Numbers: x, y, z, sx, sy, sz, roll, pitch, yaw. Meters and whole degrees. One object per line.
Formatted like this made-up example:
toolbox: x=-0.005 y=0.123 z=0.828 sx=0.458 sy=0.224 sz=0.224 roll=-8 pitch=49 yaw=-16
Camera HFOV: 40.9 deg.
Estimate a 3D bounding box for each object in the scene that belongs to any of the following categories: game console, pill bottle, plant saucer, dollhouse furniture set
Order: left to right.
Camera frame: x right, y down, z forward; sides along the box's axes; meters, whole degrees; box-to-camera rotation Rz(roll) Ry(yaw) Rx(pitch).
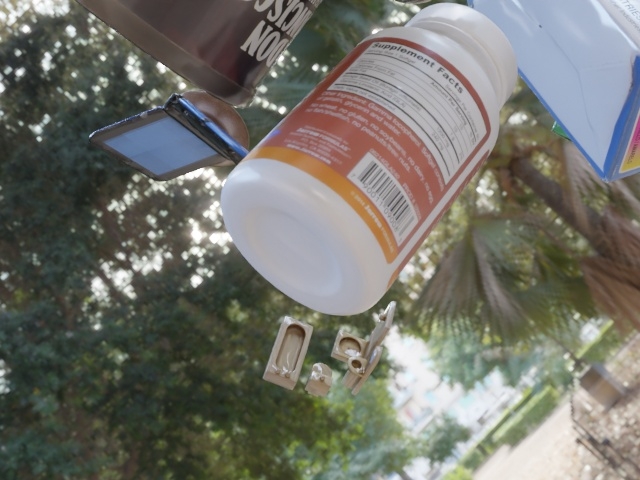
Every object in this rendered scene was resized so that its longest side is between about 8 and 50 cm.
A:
game console: x=-0.228 y=-0.133 z=1.570 sx=0.173 sy=0.250 sz=0.293 roll=-49 pitch=-20 yaw=3
plant saucer: x=-0.254 y=-0.234 z=1.882 sx=0.036 sy=0.198 sz=0.198 roll=-61 pitch=-2 yaw=-43
dollhouse furniture set: x=0.015 y=0.155 z=1.328 sx=0.123 sy=0.151 sz=0.144 roll=117 pitch=174 yaw=-45
pill bottle: x=0.043 y=-0.063 z=0.573 sx=0.216 sy=0.121 sz=0.121 roll=-49 pitch=-12 yaw=-31

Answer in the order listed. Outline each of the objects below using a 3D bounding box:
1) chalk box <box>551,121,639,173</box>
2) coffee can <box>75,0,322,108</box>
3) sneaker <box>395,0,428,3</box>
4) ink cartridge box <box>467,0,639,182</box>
chalk box: x=0.481 y=-0.217 z=1.346 sx=0.180 sy=0.179 sz=0.289 roll=-65 pitch=-12 yaw=15
coffee can: x=-0.049 y=-0.257 z=0.563 sx=0.275 sy=0.201 sz=0.201 roll=-52 pitch=-16 yaw=10
sneaker: x=0.010 y=-0.431 z=1.069 sx=0.145 sy=0.385 sz=0.147 roll=-52 pitch=-7 yaw=12
ink cartridge box: x=0.373 y=-0.242 z=0.780 sx=0.395 sy=0.270 sz=0.151 roll=-19 pitch=-35 yaw=-10
